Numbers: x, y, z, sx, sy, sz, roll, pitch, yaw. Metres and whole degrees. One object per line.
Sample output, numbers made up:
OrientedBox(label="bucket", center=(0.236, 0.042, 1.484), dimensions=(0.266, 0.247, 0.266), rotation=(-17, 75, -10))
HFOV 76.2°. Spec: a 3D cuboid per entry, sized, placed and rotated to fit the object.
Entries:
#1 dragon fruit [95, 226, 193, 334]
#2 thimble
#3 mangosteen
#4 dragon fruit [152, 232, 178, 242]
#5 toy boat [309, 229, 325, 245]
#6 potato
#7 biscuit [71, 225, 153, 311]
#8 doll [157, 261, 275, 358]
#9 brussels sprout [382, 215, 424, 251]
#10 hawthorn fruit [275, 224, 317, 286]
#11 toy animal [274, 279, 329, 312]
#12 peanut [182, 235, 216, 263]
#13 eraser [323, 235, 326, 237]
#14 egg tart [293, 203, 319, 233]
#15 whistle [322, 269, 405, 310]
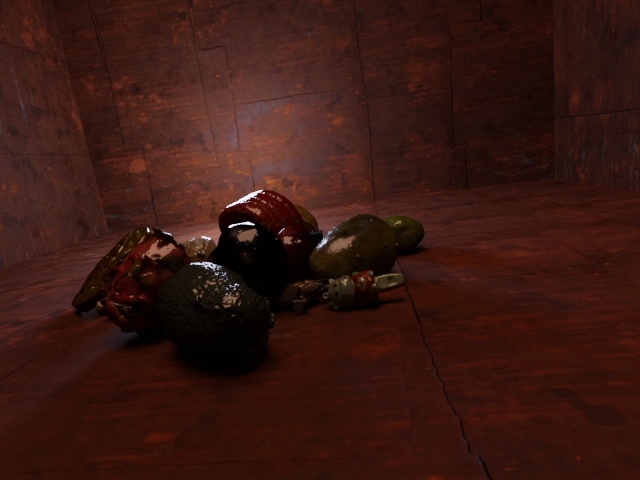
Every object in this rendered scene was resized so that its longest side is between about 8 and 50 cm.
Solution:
OrientedBox(label="dragon fruit", center=(-0.541, 0.151, 1.242), dimensions=(0.296, 0.314, 0.263), rotation=(-7, 25, 45))
OrientedBox(label="thimble", center=(-0.253, -0.043, 1.782), dimensions=(0.350, 0.350, 0.231), rotation=(3, 29, 41))
OrientedBox(label="mangosteen", center=(-0.243, 0.081, 1.316), dimensions=(0.288, 0.287, 0.233), rotation=(-2, 6, 26))
OrientedBox(label="dragon fruit", center=(-0.712, 0.099, 1.769), dimensions=(0.234, 0.233, 0.293), rotation=(-8, 32, -2))
OrientedBox(label="toy boat", center=(0.000, 0.000, 1.688), dimensions=(0.223, 0.097, 0.100), rotation=(-12, 12, 14))
OrientedBox(label="potato", center=(0.122, 0.050, 1.418), dimensions=(0.270, 0.219, 0.359), rotation=(7, 28, 32))
OrientedBox(label="biscuit", center=(-0.832, 0.105, 1.611), dimensions=(0.351, 0.070, 0.394), rotation=(-19, 37, 33))
OrientedBox(label="doll", center=(-0.259, 0.182, 1.034), dimensions=(0.247, 0.247, 0.350), rotation=(-18, 12, -38))
OrientedBox(label="brussels sprout", center=(0.343, -0.034, 1.780), dimensions=(0.223, 0.161, 0.223), rotation=(-2, 17, 1))
OrientedBox(label="hawthorn fruit", center=(-0.128, 0.081, 1.491), dimensions=(0.266, 0.210, 0.230), rotation=(-39, -10, 8))
OrientedBox(label="toy animal", center=(-0.059, 0.166, 1.306), dimensions=(0.188, 0.089, 0.179), rotation=(-20, 1, -6))
OrientedBox(label="peanut", center=(-0.592, 0.053, 2.004), dimensions=(0.159, 0.143, 0.291), rotation=(-38, 23, -18))
OrientedBox(label="eraser", center=(0.092, 0.003, 2.010), dimensions=(0.172, 0.058, 0.117), rotation=(-9, 12, -2))
OrientedBox(label="egg tart", center=(-0.106, -0.079, 1.974), dimensions=(0.319, 0.319, 0.128), rotation=(6, 59, 47))
OrientedBox(label="whistle", center=(0.128, 0.145, 1.230), dimensions=(0.254, 0.101, 0.106), rotation=(-11, 4, 3))
